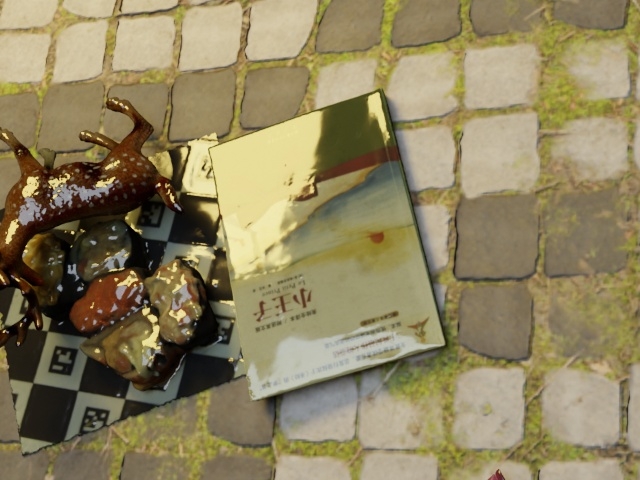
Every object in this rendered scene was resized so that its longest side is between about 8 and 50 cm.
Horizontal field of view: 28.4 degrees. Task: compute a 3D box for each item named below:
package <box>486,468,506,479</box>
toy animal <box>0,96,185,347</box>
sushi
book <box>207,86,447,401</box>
[{"bbox_3d":[0.139,0.247,1.101,0.083,0.029,0.059,-39,58,15],"label":"package"},{"bbox_3d":[-0.269,-0.032,1.285,0.243,0.087,0.260,-24,48,1],"label":"toy animal"},{"bbox_3d":[-0.226,0.040,1.311,0.294,0.059,0.292,-21,64,15],"label":"sushi"},{"bbox_3d":[0.000,0.000,1.248,0.201,0.026,0.289,-18,64,10],"label":"book"}]
